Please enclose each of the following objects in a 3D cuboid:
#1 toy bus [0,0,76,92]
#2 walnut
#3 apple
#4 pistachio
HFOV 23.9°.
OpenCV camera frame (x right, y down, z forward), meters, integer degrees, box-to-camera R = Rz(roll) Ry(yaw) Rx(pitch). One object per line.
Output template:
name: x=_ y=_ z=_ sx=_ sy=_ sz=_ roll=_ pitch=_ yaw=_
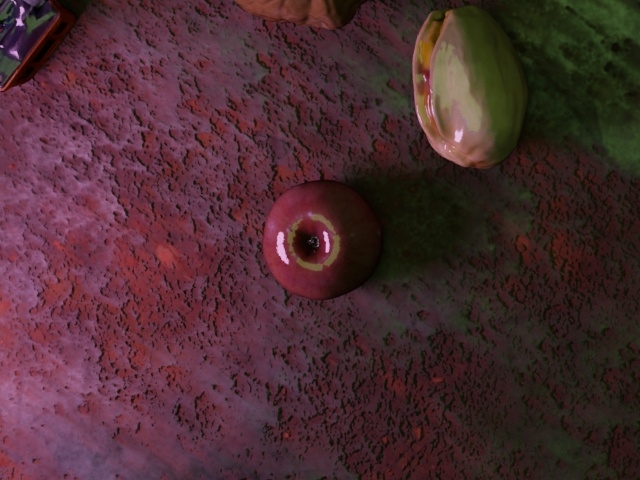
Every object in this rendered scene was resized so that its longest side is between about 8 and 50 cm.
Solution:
toy bus: x=-0.474 y=-0.338 z=1.899 sx=0.329 sy=0.153 sz=0.143 roll=39 pitch=101 yaw=0
walnut: x=-0.019 y=-0.351 z=1.789 sx=0.228 sy=0.228 sz=0.228 roll=1 pitch=99 yaw=9
apple: x=0.000 y=0.000 z=1.891 sx=0.153 sy=0.120 sz=0.153 roll=1 pitch=98 yaw=10
pistachio: x=0.181 y=-0.185 z=1.843 sx=0.145 sy=0.117 sz=0.200 roll=-11 pitch=89 yaw=-28
